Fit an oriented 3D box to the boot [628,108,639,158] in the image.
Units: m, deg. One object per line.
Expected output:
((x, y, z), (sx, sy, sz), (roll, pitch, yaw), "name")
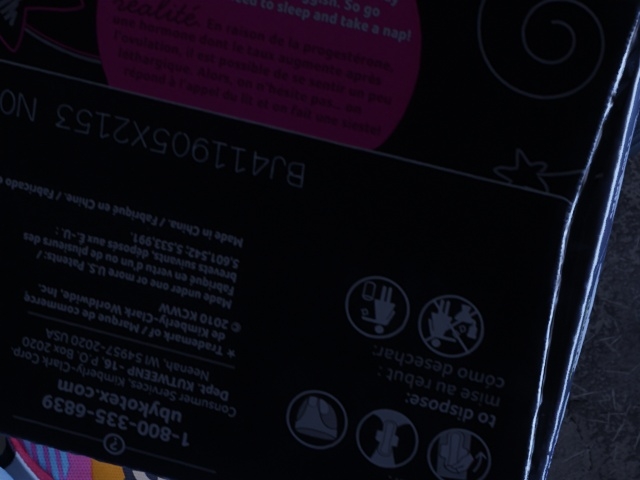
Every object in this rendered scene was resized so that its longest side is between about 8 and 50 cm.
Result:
((0.085, -0.186, 1.042), (0.260, 0.131, 0.348), (61, 2, 18), "boot")

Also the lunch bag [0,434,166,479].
((-0.052, 0.044, 0.766), (0.120, 0.258, 0.293), (-27, -154, 36), "lunch bag")

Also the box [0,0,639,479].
((-0.038, -0.030, 0.533), (0.142, 0.247, 0.163), (-50, 152, -69), "box")

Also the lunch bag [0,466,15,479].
((-0.140, 0.167, 0.548), (0.176, 0.090, 0.219), (-37, 153, -25), "lunch bag")
